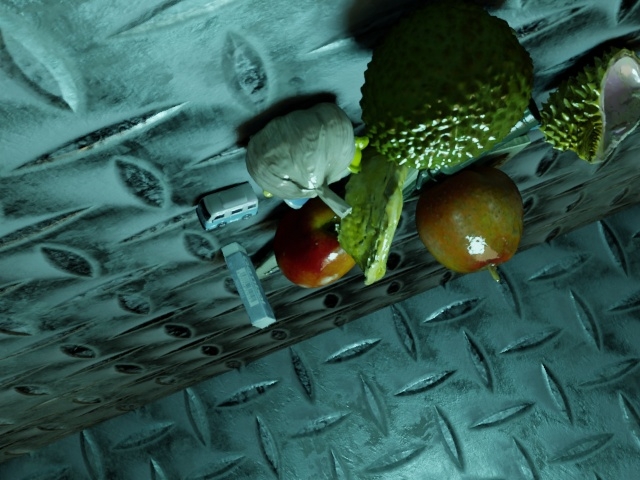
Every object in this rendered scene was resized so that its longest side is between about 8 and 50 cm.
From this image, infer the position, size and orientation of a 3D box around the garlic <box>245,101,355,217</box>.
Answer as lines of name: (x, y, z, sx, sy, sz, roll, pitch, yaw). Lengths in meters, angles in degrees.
garlic: (-0.017, -0.126, 1.588, 0.218, 0.212, 0.218, -25, 162, -9)

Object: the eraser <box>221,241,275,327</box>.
eraser: (-0.179, 0.111, 2.171, 0.046, 0.213, 0.092, -25, 166, 6)

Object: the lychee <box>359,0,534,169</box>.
lychee: (0.202, -0.249, 1.387, 0.320, 0.269, 0.270, -63, 165, -6)

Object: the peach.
peach: (0.000, 0.000, 2.071, 0.243, 0.200, 0.243, -35, 175, -3)

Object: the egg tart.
egg tart: (0.109, -0.074, 1.871, 0.132, 0.346, 0.345, 11, 163, 2)

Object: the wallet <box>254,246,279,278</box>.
wallet: (-0.033, 0.021, 2.348, 0.274, 0.068, 0.335, -14, 164, -37)

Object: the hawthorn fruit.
hawthorn fruit: (0.384, -0.027, 2.180, 0.276, 0.298, 0.277, -21, 164, -6)

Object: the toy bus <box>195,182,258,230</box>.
toy bus: (-0.192, -0.073, 1.811, 0.122, 0.060, 0.075, -19, 160, -20)

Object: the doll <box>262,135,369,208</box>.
doll: (-0.004, -0.142, 1.769, 0.241, 0.099, 0.135, -31, 140, 26)

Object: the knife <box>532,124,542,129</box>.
knife: (0.535, -0.283, 2.210, 0.096, 0.010, 0.027, -14, 163, -29)

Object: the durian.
durian: (0.582, -0.300, 1.919, 0.195, 0.185, 0.305, 14, -117, 53)

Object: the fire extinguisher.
fire extinguisher: (0.340, -0.223, 1.956, 0.311, 0.115, 0.095, -29, 138, 28)

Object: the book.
book: (0.333, -0.174, 2.246, 0.370, 0.043, 0.260, -14, 164, -29)
